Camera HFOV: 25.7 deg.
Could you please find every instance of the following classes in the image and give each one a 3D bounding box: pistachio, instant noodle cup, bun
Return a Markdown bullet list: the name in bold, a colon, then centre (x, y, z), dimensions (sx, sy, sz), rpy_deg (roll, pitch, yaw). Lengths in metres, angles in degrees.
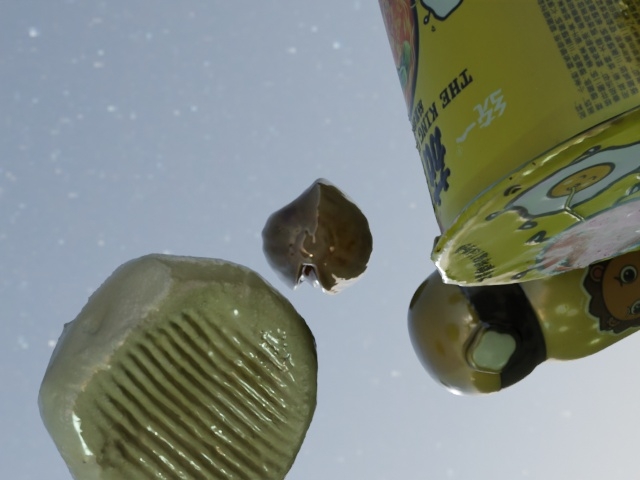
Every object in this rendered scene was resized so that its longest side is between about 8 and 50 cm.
- **pistachio**: centre (0.000, 0.000, 1.631), dimensions (0.206, 0.129, 0.131), rpy_deg (62, -137, -80)
- **instant noodle cup**: centre (0.190, -0.145, 1.023), dimensions (0.325, 0.325, 0.254), rpy_deg (40, -152, -70)
- **bun**: centre (-0.111, 0.109, 1.099), dimensions (0.133, 0.231, 0.231), rpy_deg (-143, 44, -61)

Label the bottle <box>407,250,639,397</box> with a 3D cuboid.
- **bottle**: centre (0.254, 0.041, 1.436), dimensions (0.172, 0.351, 0.171), rpy_deg (58, 169, 19)
